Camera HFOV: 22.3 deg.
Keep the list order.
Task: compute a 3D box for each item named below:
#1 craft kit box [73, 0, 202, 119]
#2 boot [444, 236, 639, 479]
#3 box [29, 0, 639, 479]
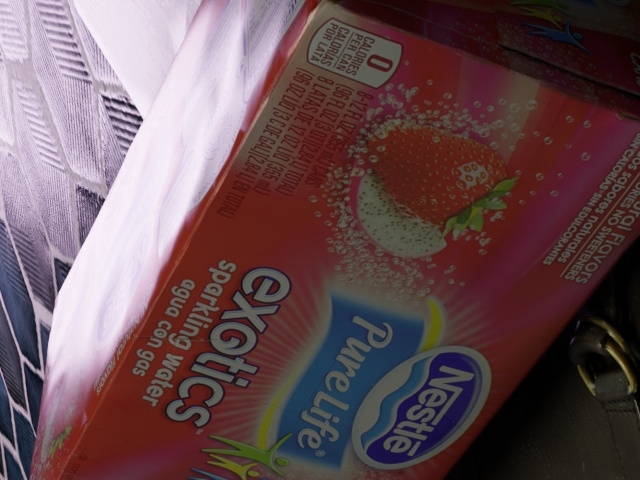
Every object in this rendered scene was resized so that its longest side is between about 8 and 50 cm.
[{"bbox_3d":[-0.071,-0.162,0.853,0.250,0.061,0.247,56,155,39],"label":"craft kit box"},{"bbox_3d":[0.107,0.098,0.539,0.229,0.091,0.263,170,87,-70],"label":"boot"},{"bbox_3d":[0.000,0.000,0.539,0.128,0.122,0.257,-91,26,-48],"label":"box"}]
